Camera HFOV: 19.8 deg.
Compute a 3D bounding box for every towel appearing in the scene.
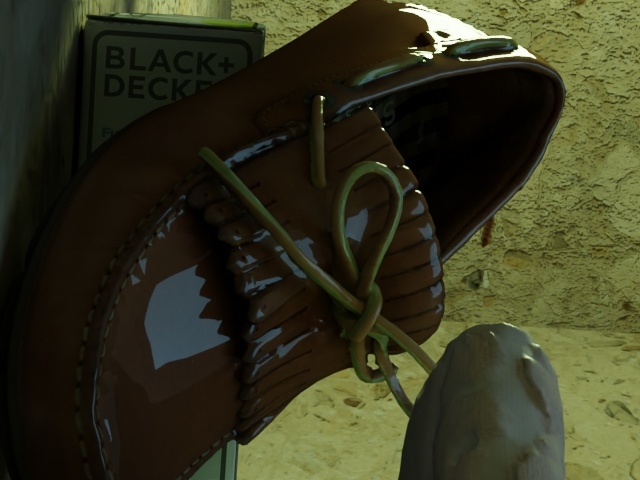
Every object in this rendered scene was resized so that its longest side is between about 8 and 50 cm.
[{"bbox_3d":[0.045,0.248,0.580,0.317,0.053,0.332,96,-5,-46],"label":"towel"}]

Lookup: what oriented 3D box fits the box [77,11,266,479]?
[{"bbox_3d":[-0.081,0.027,0.962,0.169,0.087,0.290,-100,-167,-83],"label":"box"}]

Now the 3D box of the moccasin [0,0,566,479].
[{"bbox_3d":[0.000,0.003,0.782,0.380,0.147,0.139,-36,128,-55],"label":"moccasin"}]
